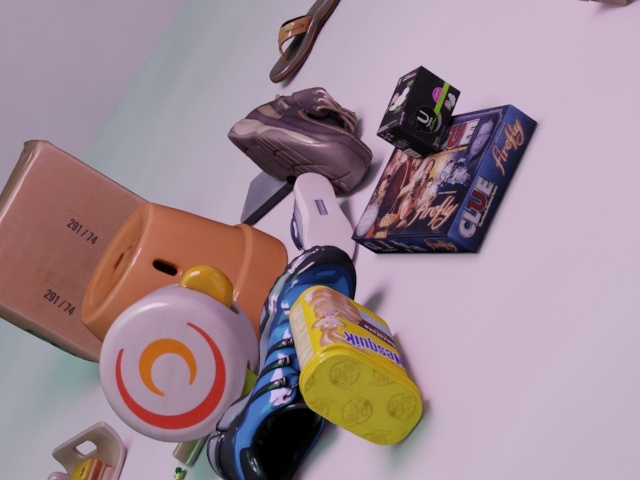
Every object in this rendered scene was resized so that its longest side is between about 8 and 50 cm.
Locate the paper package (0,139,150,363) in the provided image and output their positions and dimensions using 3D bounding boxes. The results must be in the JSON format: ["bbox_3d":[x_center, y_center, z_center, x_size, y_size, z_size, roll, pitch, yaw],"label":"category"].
[{"bbox_3d":[-0.452,0.028,2.284,0.309,0.325,0.168,-63,21,-11],"label":"paper package"}]

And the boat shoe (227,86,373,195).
[{"bbox_3d":[-0.020,-0.162,1.823,0.130,0.132,0.355,-52,28,-9],"label":"boat shoe"}]

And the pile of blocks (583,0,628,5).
[{"bbox_3d":[0.334,-0.337,1.217,0.362,0.149,0.112,-11,52,64],"label":"pile of blocks"}]

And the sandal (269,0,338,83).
[{"bbox_3d":[-0.036,-0.380,2.257,0.219,0.060,0.090,-58,20,5],"label":"sandal"}]

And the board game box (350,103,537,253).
[{"bbox_3d":[0.135,-0.065,1.456,0.165,0.042,0.243,-64,21,-12],"label":"board game box"}]

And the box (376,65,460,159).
[{"bbox_3d":[0.114,-0.148,1.466,0.052,0.062,0.083,-20,44,62],"label":"box"}]

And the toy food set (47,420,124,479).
[{"bbox_3d":[-0.424,0.445,1.984,0.220,0.092,0.306,-34,33,50],"label":"toy food set"}]

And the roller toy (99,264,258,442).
[{"bbox_3d":[-0.181,0.153,1.651,0.191,0.209,0.146,-21,5,10],"label":"roller toy"}]

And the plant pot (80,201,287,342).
[{"bbox_3d":[-0.213,0.077,1.841,0.291,0.203,0.291,-49,22,28],"label":"plant pot"}]

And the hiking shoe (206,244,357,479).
[{"bbox_3d":[-0.019,0.156,1.449,0.132,0.113,0.304,22,91,60],"label":"hiking shoe"}]

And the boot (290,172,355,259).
[{"bbox_3d":[0.000,0.000,1.674,0.190,0.069,0.086,-102,17,-49],"label":"boot"}]

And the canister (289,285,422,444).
[{"bbox_3d":[0.031,0.125,1.322,0.073,0.126,0.170,-54,19,15],"label":"canister"}]

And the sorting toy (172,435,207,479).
[{"bbox_3d":[-0.184,0.292,1.749,0.083,0.012,0.062,-60,25,-11],"label":"sorting toy"}]

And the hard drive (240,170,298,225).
[{"bbox_3d":[-0.076,-0.090,2.007,0.135,0.022,0.094,-40,28,43],"label":"hard drive"}]
